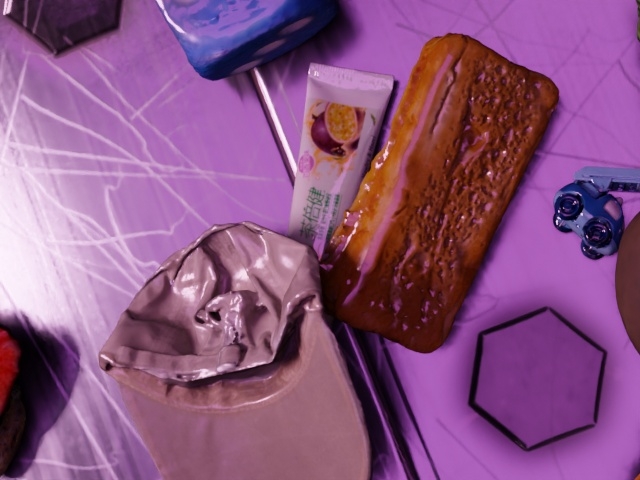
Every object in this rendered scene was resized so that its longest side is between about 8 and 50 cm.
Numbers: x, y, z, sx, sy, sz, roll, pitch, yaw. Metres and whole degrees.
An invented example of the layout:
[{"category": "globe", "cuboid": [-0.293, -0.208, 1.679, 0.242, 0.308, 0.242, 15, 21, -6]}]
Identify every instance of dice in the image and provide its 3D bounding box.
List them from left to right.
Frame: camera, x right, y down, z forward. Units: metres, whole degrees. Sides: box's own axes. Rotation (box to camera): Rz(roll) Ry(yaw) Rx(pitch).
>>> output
[{"category": "dice", "cuboid": [-0.074, -0.232, 1.481, 0.146, 0.146, 0.143, -27, 86, 8]}]

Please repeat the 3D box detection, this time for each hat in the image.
[{"category": "hat", "cuboid": [-0.057, 0.118, 1.460, 0.214, 0.149, 0.244, -16, 114, 20]}]

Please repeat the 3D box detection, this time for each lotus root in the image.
[{"category": "lotus root", "cuboid": [-0.303, 0.175, 1.560, 0.054, 0.049, 0.099, 19, 86, 12]}]

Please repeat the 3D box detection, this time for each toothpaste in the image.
[{"category": "toothpaste", "cuboid": [0.000, 0.000, 1.512, 0.058, 0.056, 0.314, 11, 88, -33]}]

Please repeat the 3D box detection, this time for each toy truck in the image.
[{"category": "toy truck", "cuboid": [0.250, -0.033, 1.464, 0.090, 0.056, 0.073, -42, 76, -6]}]

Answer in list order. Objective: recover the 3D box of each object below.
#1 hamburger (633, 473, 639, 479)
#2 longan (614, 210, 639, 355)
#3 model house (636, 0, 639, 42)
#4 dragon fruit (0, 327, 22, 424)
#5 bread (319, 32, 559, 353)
[{"category": "hamburger", "cuboid": [0.353, 0.246, 1.387, 0.237, 0.149, 0.237, 1, 97, 8]}, {"category": "longan", "cuboid": [0.349, 0.044, 1.372, 0.220, 0.196, 0.196, 17, 91, -2]}, {"category": "model house", "cuboid": [0.353, -0.130, 1.346, 0.214, 0.195, 0.189, 2, 66, 5]}, {"category": "dragon fruit", "cuboid": [-0.460, 0.130, 1.546, 0.344, 0.100, 0.282, 27, 99, 20]}, {"category": "bread", "cuboid": [0.095, -0.042, 1.462, 0.139, 0.077, 0.271, 22, 94, -20]}]
